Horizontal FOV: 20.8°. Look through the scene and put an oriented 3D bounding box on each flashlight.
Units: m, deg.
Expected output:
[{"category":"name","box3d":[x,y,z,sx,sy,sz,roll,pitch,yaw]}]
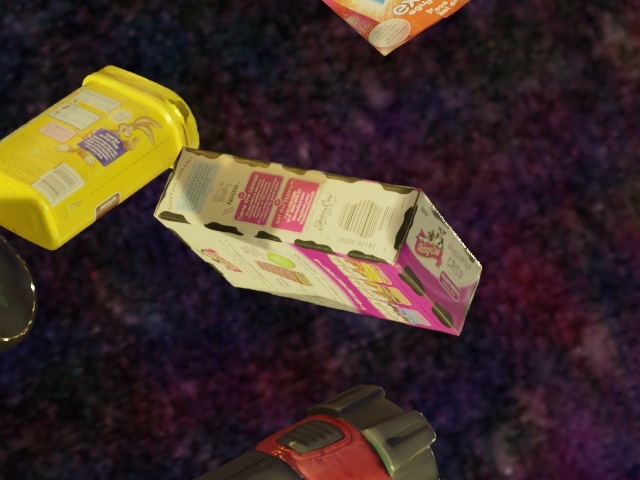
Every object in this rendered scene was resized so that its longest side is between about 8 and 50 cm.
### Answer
[{"category":"flashlight","box3d":[-0.061,0.179,0.979,0.304,0.103,0.103,-25,77,-39]}]

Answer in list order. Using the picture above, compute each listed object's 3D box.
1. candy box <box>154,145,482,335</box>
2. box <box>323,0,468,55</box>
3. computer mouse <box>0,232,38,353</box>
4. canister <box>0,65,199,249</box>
[{"category":"candy box","box3d":[0.000,0.000,1.470,0.159,0.233,0.071,47,59,-56]},{"category":"box","box3d":[0.024,-0.278,1.239,0.128,0.122,0.257,33,30,-53]},{"category":"computer mouse","box3d":[-0.392,0.004,1.701,0.272,0.072,0.188,40,70,0]},{"category":"canister","box3d":[-0.210,-0.073,1.530,0.170,0.126,0.073,-39,137,-32]}]
